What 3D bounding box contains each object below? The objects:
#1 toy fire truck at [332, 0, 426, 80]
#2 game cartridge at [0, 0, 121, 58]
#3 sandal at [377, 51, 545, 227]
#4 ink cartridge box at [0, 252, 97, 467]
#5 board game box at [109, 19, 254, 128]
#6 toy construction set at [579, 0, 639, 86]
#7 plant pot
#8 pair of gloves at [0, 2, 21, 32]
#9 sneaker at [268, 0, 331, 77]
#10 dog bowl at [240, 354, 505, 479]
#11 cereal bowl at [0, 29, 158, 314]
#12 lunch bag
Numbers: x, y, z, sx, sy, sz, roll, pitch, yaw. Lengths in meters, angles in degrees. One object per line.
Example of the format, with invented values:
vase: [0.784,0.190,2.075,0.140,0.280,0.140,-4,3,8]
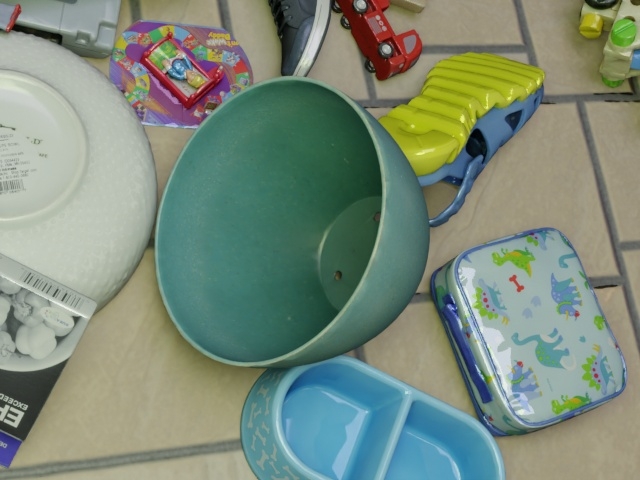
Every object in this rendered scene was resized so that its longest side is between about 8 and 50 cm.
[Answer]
toy fire truck: [0.084,-0.301,1.502,0.135,0.047,0.192,-26,82,-27]
game cartridge: [-0.362,-0.323,1.351,0.297,0.062,0.198,12,63,-15]
sandal: [0.160,-0.121,1.433,0.126,0.138,0.317,22,41,31]
ink cartridge box: [-0.344,0.100,1.136,0.206,0.045,0.208,28,109,-8]
board game box: [-0.153,-0.194,1.388,0.169,0.033,0.133,3,70,-19]
toy construction set: [0.454,-0.310,1.579,0.215,0.151,0.327,19,55,15]
plant pot: [0.000,0.000,1.263,0.195,0.290,0.290,21,60,-50]
pair of gloves: [-0.389,-0.213,1.207,0.159,0.023,0.198,11,42,2]
sneaker: [-0.066,-0.296,1.425,0.163,0.086,0.226,14,68,-14]
dog bowl: [0.064,0.222,1.291,0.297,0.074,0.166,27,64,-9]
cereal bowl: [-0.323,-0.071,1.224,0.339,0.141,0.339,7,68,-17]
lunch bag: [0.230,0.103,1.383,0.176,0.090,0.219,-17,77,-25]
